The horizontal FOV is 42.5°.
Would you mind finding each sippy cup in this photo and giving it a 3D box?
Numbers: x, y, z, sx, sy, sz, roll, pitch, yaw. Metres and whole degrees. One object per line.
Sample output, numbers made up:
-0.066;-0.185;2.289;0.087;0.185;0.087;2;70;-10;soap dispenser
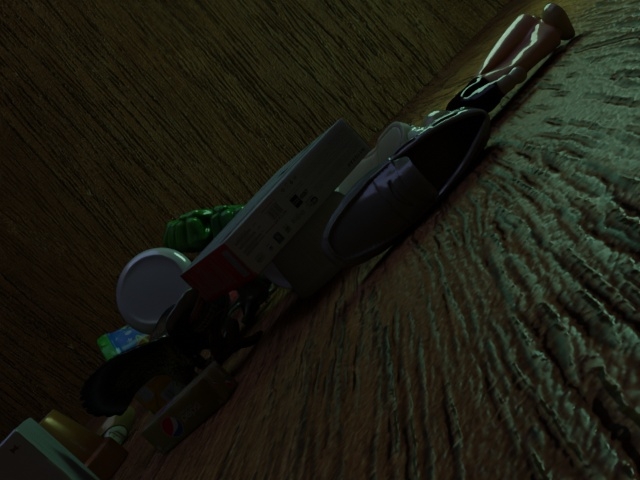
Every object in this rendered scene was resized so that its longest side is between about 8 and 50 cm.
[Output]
-0.476;0.310;2.342;0.224;0.240;0.305;-36;43;-11;sippy cup

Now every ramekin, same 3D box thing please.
0.000;0.000;1.549;0.207;0.109;0.207;-44;6;6;ramekin

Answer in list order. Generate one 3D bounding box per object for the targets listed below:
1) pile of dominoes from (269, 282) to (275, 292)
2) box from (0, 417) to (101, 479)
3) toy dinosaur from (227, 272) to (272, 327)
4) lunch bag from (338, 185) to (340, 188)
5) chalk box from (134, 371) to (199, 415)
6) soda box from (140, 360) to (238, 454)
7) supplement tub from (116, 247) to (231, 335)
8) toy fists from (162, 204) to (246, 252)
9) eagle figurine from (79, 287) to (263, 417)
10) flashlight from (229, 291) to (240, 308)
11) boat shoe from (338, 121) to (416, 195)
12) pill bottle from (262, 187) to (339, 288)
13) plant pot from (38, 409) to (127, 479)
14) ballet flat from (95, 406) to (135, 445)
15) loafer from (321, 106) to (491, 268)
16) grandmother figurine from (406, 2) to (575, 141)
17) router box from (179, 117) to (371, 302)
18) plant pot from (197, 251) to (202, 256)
-0.130;0.007;2.059;0.251;0.196;0.040;-45;-28;7;pile of dominoes
-0.506;0.452;1.448;0.168;0.215;0.345;-47;5;-17;box
-0.174;0.054;1.940;0.121;0.313;0.160;-34;-30;14;toy dinosaur
0.017;-0.154;2.327;0.223;0.160;0.262;-50;-5;-10;lunch bag
-0.376;0.316;1.901;0.132;0.132;0.213;-47;6;-15;chalk box
-0.222;0.283;1.389;0.181;0.058;0.061;-43;6;27;soda box
-0.324;0.133;1.865;0.191;0.191;0.272;-45;-19;0;supplement tub
-0.224;-0.031;1.826;0.279;0.096;0.142;-9;6;29;toy fists
-0.297;0.224;1.560;0.298;0.226;0.225;-6;66;28;eagle figurine
-0.279;0.157;2.512;0.103;0.103;0.304;-38;7;34;flashlight
0.130;-0.133;1.635;0.324;0.096;0.116;137;134;-59;boat shoe
-0.031;-0.015;1.770;0.229;0.131;0.131;-49;6;-33;pill bottle
-0.561;0.478;1.794;0.205;0.188;0.205;-45;5;5;plant pot
-0.539;0.519;2.054;0.232;0.080;0.073;-48;34;-6;ballet flat
0.127;-0.085;1.222;0.319;0.112;0.111;-46;-3;-8;loafer
0.284;-0.263;1.439;0.342;0.104;0.208;-44;-4;-10;grandmother figurine
-0.090;-0.050;1.535;0.335;0.082;0.301;-49;9;-25;router box
-0.184;0.036;2.241;0.237;0.237;0.254;-47;22;-14;plant pot
